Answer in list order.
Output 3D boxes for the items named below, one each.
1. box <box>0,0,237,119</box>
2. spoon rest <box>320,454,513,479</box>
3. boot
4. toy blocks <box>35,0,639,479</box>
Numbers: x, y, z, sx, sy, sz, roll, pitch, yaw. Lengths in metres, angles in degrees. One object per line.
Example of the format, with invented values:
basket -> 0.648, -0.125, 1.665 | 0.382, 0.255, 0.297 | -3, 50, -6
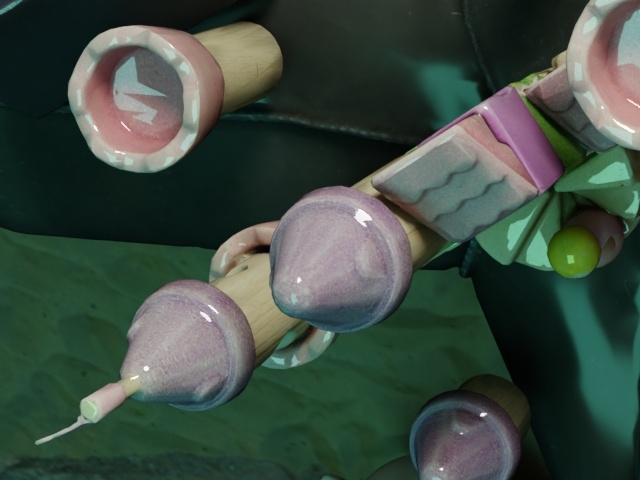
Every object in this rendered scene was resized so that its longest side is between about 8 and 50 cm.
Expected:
box -> -0.135, -0.191, 0.798 | 0.153, 0.108, 0.207 | -30, 70, 11
spoon rest -> 0.059, 0.176, 0.950 | 0.137, 0.276, 0.084 | 30, 96, 24
boot -> 0.000, -0.002, 0.909 | 0.445, 0.146, 0.367 | 6, 112, 19
toy blocks -> 0.062, -0.008, 0.652 | 0.288, 0.260, 0.309 | -32, 90, 27
